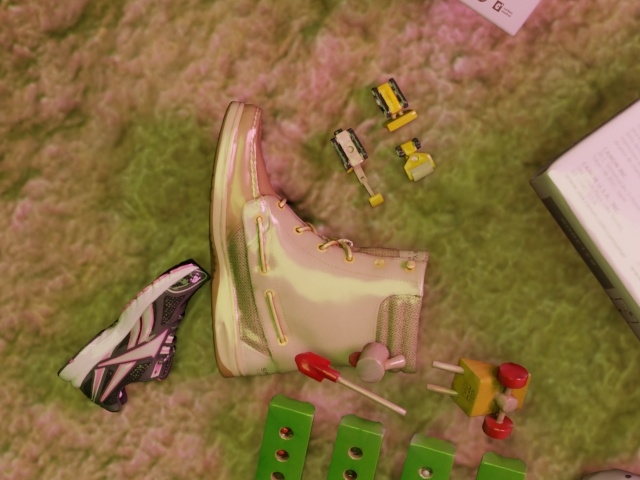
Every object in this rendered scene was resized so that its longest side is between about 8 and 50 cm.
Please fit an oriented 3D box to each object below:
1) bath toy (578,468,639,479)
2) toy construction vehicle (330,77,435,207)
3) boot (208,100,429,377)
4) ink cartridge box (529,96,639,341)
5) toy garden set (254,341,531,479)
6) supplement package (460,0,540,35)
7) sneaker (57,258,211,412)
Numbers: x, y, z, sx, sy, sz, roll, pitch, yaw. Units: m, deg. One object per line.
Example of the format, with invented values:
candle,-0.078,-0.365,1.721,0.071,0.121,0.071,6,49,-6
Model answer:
bath toy,0.374,0.328,1.426,0.348,0.129,0.151,39,59,2
toy construction vehicle,0.058,-0.092,1.497,0.086,0.035,0.098,-32,91,-7
boot,0.000,0.000,1.463,0.203,0.095,0.262,0,97,6
ink cartridge box,0.422,-0.039,1.345,0.385,0.091,0.308,-35,89,-5
toy garden set,0.074,0.176,1.461,0.244,0.049,0.204,15,119,6
supplement package,0.171,-0.362,1.355,0.175,0.177,0.293,31,108,-18
sneaker,-0.163,0.093,1.500,0.178,0.072,0.077,-43,93,15
